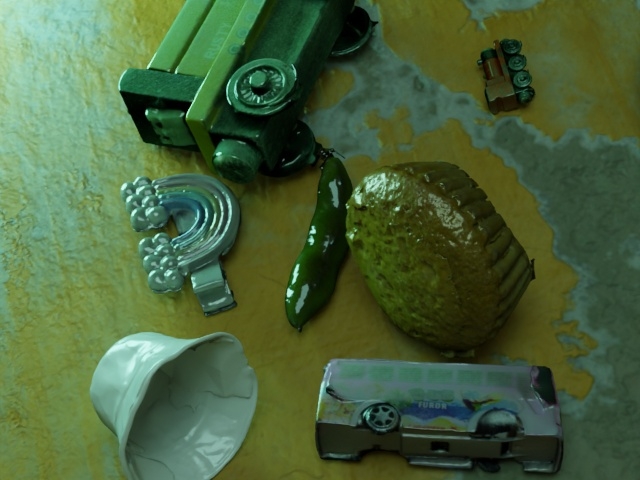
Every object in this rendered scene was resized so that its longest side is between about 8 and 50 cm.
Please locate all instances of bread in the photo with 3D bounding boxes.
[{"bbox_3d":[0.135,0.010,1.696,0.139,0.240,0.240,-36,61,-26],"label":"bread"}]

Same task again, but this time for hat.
[{"bbox_3d":[-0.181,0.179,1.673,0.126,0.203,0.203,24,62,40],"label":"hat"}]

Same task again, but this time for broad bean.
[{"bbox_3d":[0.004,0.001,1.818,0.065,0.046,0.254,20,62,-13],"label":"broad bean"}]

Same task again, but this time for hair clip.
[{"bbox_3d":[-0.162,-0.008,1.848,0.140,0.054,0.220,-22,55,1],"label":"hair clip"}]

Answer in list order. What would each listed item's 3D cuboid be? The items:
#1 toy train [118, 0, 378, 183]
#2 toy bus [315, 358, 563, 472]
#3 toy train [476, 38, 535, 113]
[{"bbox_3d":[-0.090,-0.249,1.928,0.253,0.160,0.397,12,60,21],"label":"toy train"},{"bbox_3d":[0.134,0.196,1.662,0.274,0.090,0.112,2,50,6],"label":"toy bus"},{"bbox_3d":[0.241,-0.217,1.934,0.064,0.044,0.103,-16,58,9],"label":"toy train"}]
